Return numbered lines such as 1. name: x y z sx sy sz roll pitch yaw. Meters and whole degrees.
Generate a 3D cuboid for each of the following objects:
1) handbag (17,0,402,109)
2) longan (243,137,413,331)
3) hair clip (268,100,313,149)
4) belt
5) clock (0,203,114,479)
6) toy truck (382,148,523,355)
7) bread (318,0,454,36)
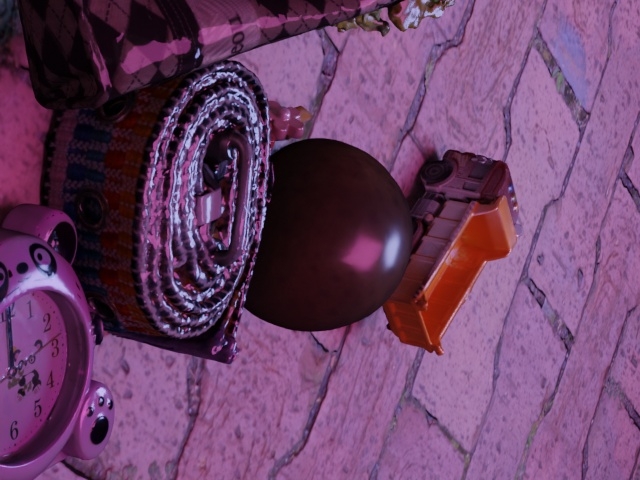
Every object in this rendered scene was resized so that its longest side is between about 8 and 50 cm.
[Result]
1. handbag: -0.084 -0.316 1.418 0.416 0.180 0.317 -22 102 -30
2. longan: 0.000 0.000 1.812 0.220 0.196 0.196 -59 146 -26
3. hair clip: -0.069 -0.115 1.780 0.056 0.062 0.214 -53 164 27
4. belt: -0.143 -0.033 1.580 0.207 0.160 0.295 1 99 -60
5. clock: -0.282 0.106 1.469 0.227 0.090 0.248 -29 124 -53
6. toy truck: 0.159 0.007 2.144 0.270 0.135 0.114 -57 144 -32
7. bread: 0.066 -0.405 1.772 0.251 0.208 0.377 -10 106 -64
